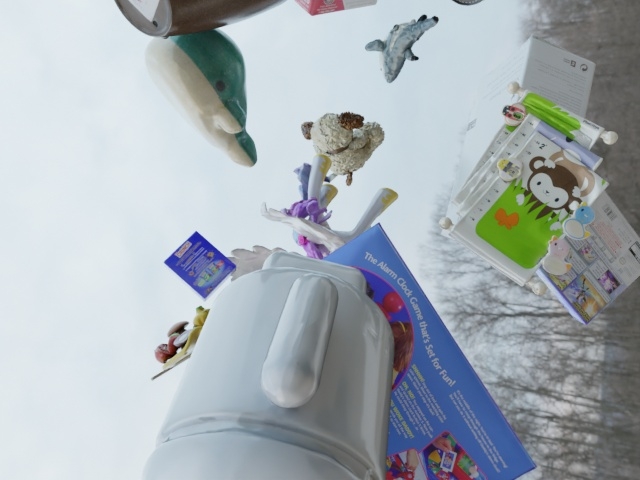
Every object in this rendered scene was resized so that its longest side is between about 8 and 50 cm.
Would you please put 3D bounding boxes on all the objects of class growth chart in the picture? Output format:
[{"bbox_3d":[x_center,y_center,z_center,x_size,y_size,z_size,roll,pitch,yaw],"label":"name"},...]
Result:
[{"bbox_3d":[0.261,-0.067,0.674,0.237,0.172,0.021,-60,-15,-7],"label":"growth chart"}]

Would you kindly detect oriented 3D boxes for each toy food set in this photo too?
[{"bbox_3d":[-0.267,0.189,1.070,0.071,0.218,0.128,55,-145,6],"label":"toy food set"}]

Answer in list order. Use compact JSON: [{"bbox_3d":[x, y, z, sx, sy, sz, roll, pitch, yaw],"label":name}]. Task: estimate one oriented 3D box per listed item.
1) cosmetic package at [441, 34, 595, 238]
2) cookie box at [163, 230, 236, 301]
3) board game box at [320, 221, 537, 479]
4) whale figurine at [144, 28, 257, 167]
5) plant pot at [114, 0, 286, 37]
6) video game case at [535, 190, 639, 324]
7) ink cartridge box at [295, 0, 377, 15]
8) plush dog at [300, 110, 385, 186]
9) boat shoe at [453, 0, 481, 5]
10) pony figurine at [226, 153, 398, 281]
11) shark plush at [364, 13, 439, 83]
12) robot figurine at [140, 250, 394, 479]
[{"bbox_3d":[0.398,-0.178,1.115,0.217,0.156,0.384,143,146,-73],"label":"cosmetic package"},{"bbox_3d":[-0.233,0.050,1.057,0.092,0.107,0.040,-47,-3,-22],"label":"cookie box"},{"bbox_3d":[0.073,0.186,0.711,0.347,0.233,0.078,59,-175,13],"label":"board game box"},{"bbox_3d":[-0.176,-0.250,0.937,0.141,0.216,0.272,-43,-41,-9],"label":"whale figurine"},{"bbox_3d":[-0.173,-0.385,0.758,0.230,0.215,0.215,-51,-42,-35],"label":"plant pot"},{"bbox_3d":[0.671,0.037,1.375,0.244,0.061,0.269,-44,-74,1],"label":"video game case"},{"bbox_3d":[0.042,-0.506,0.912,0.159,0.092,0.217,-23,-30,-29],"label":"ink cartridge box"},{"bbox_3d":[0.055,-0.318,1.768,0.225,0.263,0.210,48,-138,-45],"label":"plush dog"},{"bbox_3d":[0.298,-0.623,1.178,0.500,0.187,0.155,9,-87,-74],"label":"boat shoe"},{"bbox_3d":[0.000,0.000,1.159,0.351,0.303,0.363,25,-125,-19],"label":"pony figurine"},{"bbox_3d":[0.148,-0.322,0.897,0.073,0.161,0.067,-17,-92,-38],"label":"shark plush"},{"bbox_3d":[-0.036,0.165,0.506,0.353,0.200,0.299,-76,-4,-48],"label":"robot figurine"}]
